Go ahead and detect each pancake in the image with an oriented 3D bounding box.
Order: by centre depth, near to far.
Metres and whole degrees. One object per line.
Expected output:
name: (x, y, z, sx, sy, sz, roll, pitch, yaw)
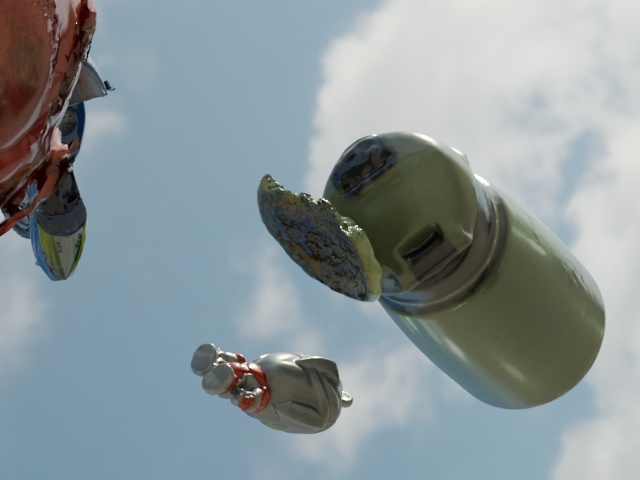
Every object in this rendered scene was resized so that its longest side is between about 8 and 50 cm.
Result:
pancake: (0.002, 0.003, 1.488, 0.022, 0.129, 0.116, -43, -46, -23)

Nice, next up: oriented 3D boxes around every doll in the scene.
doll: (-0.040, 0.125, 1.612, 0.180, 0.094, 0.079, 18, -67, -45)

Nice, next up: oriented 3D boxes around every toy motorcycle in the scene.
toy motorcycle: (-0.215, -0.090, 1.449, 0.092, 0.135, 0.254, -19, -47, -31)

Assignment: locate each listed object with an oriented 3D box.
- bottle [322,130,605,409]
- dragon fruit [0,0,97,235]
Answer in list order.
bottle: (0.123, 0.021, 1.671, 0.168, 0.168, 0.347, -57, -38, -6)
dragon fruit: (-0.267, -0.126, 0.986, 0.296, 0.296, 0.301, -24, -54, -36)
